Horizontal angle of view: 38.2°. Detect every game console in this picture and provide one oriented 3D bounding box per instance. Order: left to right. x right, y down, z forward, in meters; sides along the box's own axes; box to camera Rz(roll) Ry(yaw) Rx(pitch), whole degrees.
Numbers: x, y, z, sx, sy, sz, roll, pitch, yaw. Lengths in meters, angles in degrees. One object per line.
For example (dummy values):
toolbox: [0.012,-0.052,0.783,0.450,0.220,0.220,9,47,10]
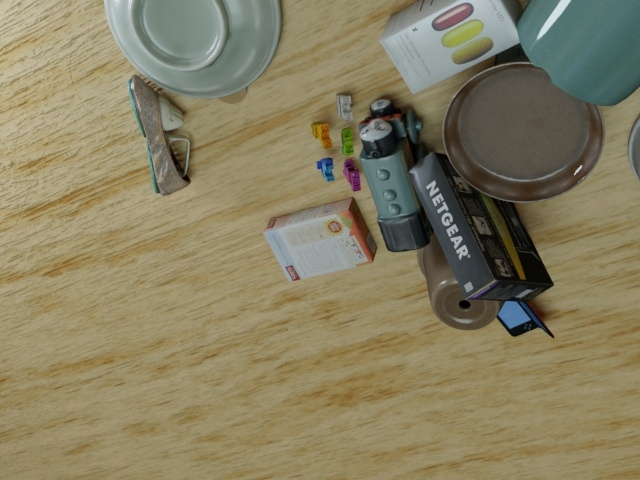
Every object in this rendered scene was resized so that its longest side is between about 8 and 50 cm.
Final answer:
game console: [0.474,0.185,2.223,0.124,0.085,0.144,-29,113,30]

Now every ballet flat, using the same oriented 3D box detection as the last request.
ballet flat: [-0.362,-0.249,2.146,0.106,0.107,0.316,-10,130,-2]

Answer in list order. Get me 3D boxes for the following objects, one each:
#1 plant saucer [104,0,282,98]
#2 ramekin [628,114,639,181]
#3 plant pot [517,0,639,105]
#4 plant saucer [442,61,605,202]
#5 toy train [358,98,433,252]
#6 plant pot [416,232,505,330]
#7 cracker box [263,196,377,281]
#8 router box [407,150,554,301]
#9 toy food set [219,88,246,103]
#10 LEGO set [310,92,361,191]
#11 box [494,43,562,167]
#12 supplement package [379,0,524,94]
plant saucer: [-0.284,-0.469,1.938,0.400,0.100,0.400,8,124,12]
ramekin: [0.763,-0.168,1.862,0.272,0.127,0.273,8,127,10]
plant pot: [0.541,-0.439,1.625,0.341,0.341,0.334,29,136,-6]
plant saucer: [0.398,-0.216,1.818,0.310,0.050,0.311,9,127,12]
toy train: [0.168,-0.136,2.009,0.142,0.190,0.334,-7,123,20]
plant pot: [0.338,0.080,2.096,0.263,0.229,0.263,7,128,10]
cracker box: [0.000,0.000,2.232,0.232,0.067,0.156,-14,119,23]
router box: [0.334,-0.025,1.922,0.243,0.309,0.081,7,144,-48]
toy food set: [-0.206,-0.343,2.070,0.083,0.020,0.082,41,125,-15]
LEGO set: [0.025,-0.222,2.063,0.087,0.093,0.227,-14,120,-13]
box: [0.441,-0.279,1.871,0.148,0.127,0.232,-5,123,18]
supplement package: [0.262,-0.418,1.815,0.244,0.134,0.139,-24,116,28]
